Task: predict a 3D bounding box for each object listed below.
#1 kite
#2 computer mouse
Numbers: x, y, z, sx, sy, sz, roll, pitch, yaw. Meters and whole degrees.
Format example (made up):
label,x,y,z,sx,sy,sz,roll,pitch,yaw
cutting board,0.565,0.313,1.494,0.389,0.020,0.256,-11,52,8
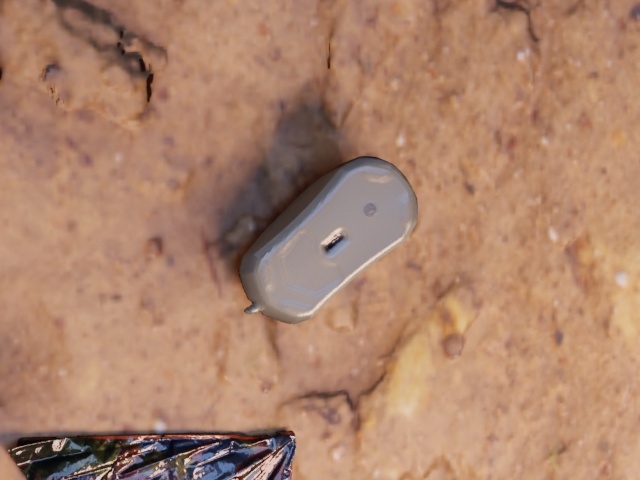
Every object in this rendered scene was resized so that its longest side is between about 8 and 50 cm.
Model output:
label,x,y,z,sx,sy,sz,roll,pitch,yaw
kite,-0.074,0.174,0.779,0.189,0.009,0.232,-43,113,-15
computer mouse,0.000,0.000,0.780,0.110,0.032,0.056,-42,111,-4
